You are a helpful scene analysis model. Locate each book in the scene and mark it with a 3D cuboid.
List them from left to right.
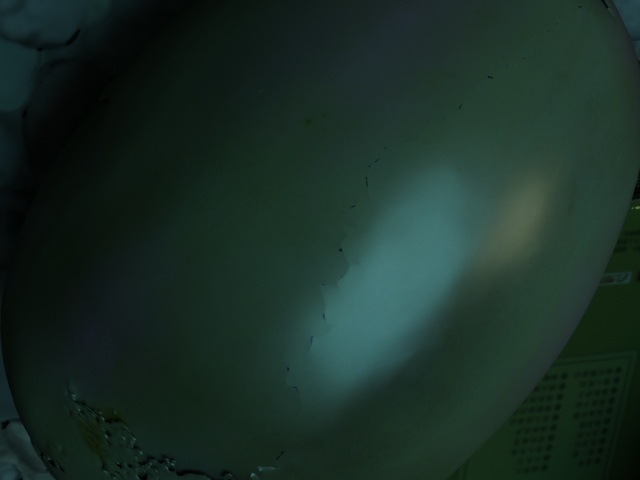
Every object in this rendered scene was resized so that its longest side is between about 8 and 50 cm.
[{"bbox_3d":[0.120,0.133,0.834,0.239,0.035,0.352,-3,116,-24],"label":"book"}]

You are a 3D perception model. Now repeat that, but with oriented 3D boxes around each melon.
[{"bbox_3d":[0.000,0.000,0.588,0.317,0.223,0.223,-46,126,0],"label":"melon"}]

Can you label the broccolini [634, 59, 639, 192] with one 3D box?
[{"bbox_3d":[0.141,-0.101,0.732,0.194,0.054,0.052,49,57,-29],"label":"broccolini"}]
